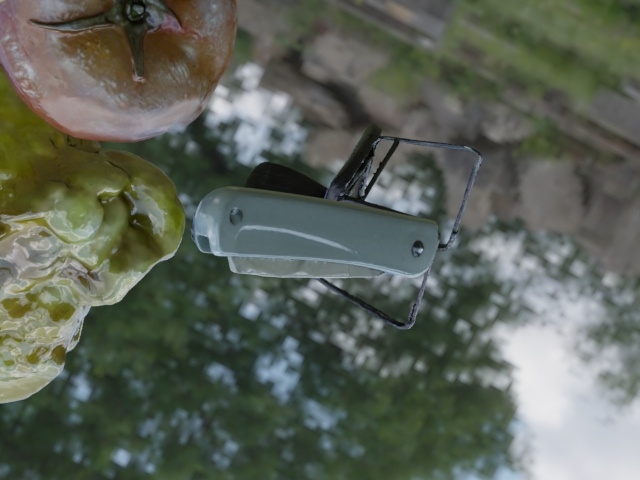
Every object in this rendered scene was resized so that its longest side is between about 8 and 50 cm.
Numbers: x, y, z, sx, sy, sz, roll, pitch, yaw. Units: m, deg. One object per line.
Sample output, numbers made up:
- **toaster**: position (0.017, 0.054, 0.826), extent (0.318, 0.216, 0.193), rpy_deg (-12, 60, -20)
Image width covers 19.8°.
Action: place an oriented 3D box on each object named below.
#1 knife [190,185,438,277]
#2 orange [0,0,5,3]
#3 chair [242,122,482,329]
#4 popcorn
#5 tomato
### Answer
- **knife**: position (0.000, 0.000, 0.957), extent (0.162, 0.044, 0.023), rpy_deg (8, 179, -43)
- **orange**: position (-0.251, -0.232, 1.044), extent (0.249, 0.183, 0.249), rpy_deg (28, -140, -26)
- **chair**: position (0.022, -0.039, 1.793), extent (0.221, 0.145, 0.140), rpy_deg (22, -137, 9)
- **popcorn**: position (-0.329, -0.016, 1.870), extent (0.292, 0.334, 0.294), rpy_deg (13, -127, -30)
- **tomato**: position (-0.169, -0.163, 1.589), extent (0.214, 0.155, 0.181), rpy_deg (-18, 176, -23)
